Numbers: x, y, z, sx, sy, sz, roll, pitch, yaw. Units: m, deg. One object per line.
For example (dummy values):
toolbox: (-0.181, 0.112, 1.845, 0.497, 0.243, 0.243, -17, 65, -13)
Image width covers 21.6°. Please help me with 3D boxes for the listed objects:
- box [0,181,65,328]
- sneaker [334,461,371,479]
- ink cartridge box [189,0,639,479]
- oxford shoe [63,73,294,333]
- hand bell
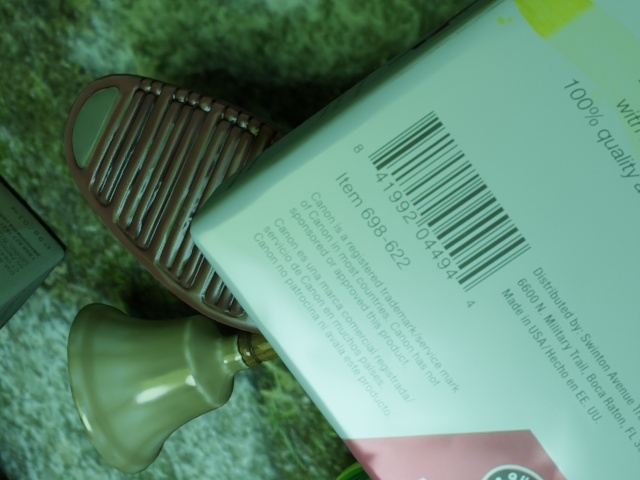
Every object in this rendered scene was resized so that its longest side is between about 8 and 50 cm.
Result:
box: (-0.333, 0.068, 1.159, 0.121, 0.311, 0.148, 47, 125, 0)
sneaker: (0.122, 0.185, 1.100, 0.295, 0.123, 0.109, -20, 103, 30)
ink cartridge box: (0.173, -0.019, 0.879, 0.385, 0.160, 0.279, -34, 96, 11)
oxford shoe: (0.000, 0.000, 1.063, 0.348, 0.130, 0.123, 31, 107, 5)
hand bell: (-0.039, 0.072, 1.160, 0.242, 0.126, 0.126, -17, 105, 19)
